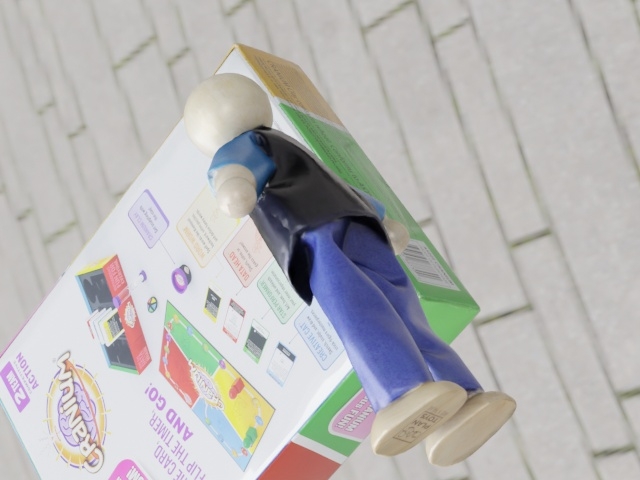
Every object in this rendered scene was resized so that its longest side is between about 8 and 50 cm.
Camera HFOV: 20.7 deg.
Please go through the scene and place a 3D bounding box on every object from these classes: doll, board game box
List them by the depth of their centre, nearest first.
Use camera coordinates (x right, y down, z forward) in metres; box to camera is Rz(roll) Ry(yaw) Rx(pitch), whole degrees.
[{"bbox_3d":[0.000,0.000,0.689,0.046,0.129,0.189,-45,57,19],"label":"doll"},{"bbox_3d":[-0.072,0.068,1.152,0.316,0.064,0.242,-50,53,22],"label":"board game box"}]
